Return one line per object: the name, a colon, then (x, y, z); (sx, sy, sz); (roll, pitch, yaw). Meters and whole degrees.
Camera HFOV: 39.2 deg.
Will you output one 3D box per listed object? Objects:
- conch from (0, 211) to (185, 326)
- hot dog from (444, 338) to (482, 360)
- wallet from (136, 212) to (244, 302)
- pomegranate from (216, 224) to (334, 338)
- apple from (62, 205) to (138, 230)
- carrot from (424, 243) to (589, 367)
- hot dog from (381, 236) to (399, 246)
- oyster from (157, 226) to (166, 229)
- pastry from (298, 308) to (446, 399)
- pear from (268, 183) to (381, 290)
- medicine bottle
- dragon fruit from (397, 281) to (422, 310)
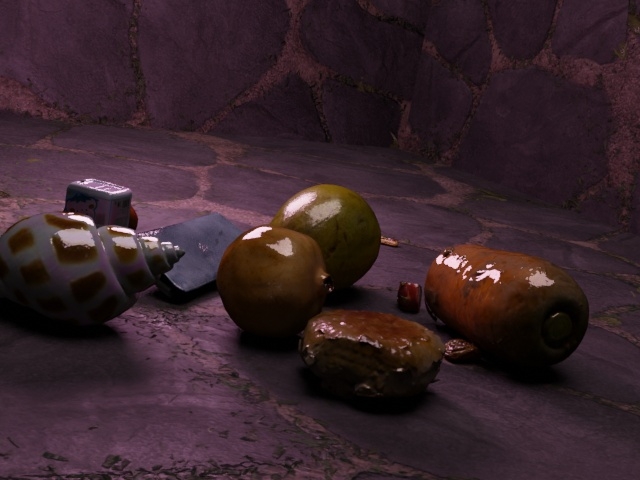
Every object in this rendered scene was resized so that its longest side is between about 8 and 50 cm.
conch: (-0.443, 0.052, 1.625); (0.368, 0.197, 0.249); (15, -6, -4)
hot dog: (0.283, 0.219, 1.783); (0.083, 0.035, 0.058); (3, 12, -26)
wallet: (-0.270, 0.027, 1.981); (0.191, 0.046, 0.379); (38, 24, 14)
pomegranate: (-0.091, 0.079, 1.712); (0.233, 0.233, 0.233); (10, 14, -2)
apple: (-0.504, -0.052, 2.079); (0.158, 0.146, 0.156); (15, -6, 15)
carrot: (0.380, 0.126, 1.839); (0.224, 0.224, 0.341); (3, 13, -25)
hot dog: (0.186, 0.000, 2.597); (0.083, 0.021, 0.037); (13, 13, 6)
oyster: (-0.308, 0.014, 2.119); (0.177, 0.064, 0.125); (11, 10, -4)
pastry: (0.087, 0.199, 1.566); (0.257, 0.120, 0.236); (11, 10, 12)
pear: (0.000, 0.000, 2.031); (0.253, 0.252, 0.307); (19, 24, 31)
medicine bottle: (-0.474, -0.026, 1.895); (0.119, 0.187, 0.094); (15, 15, 16)
dragon fruit: (0.200, 0.129, 2.036); (0.056, 0.060, 0.083); (6, -13, 9)
